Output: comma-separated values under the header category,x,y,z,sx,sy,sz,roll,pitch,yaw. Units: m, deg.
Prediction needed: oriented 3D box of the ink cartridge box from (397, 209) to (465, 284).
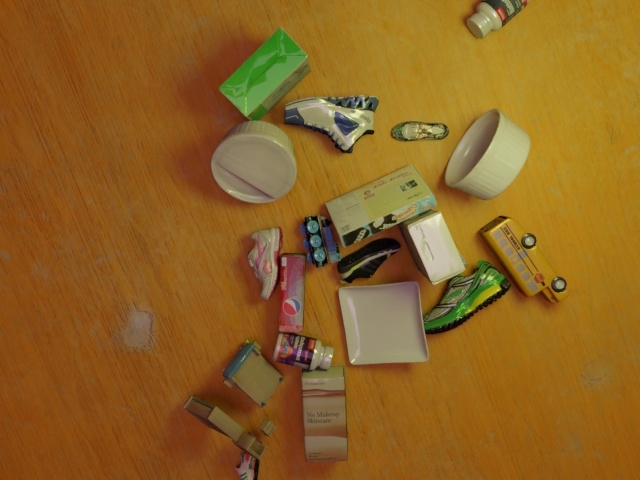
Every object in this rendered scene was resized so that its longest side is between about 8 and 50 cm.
category,x,y,z,sx,sy,sz,roll,pitch,yaw
ink cartridge box,0.345,0.010,1.805,0.115,0.273,0.198,-25,95,3

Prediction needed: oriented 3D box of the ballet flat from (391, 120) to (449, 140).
category,x,y,z,sx,sy,sz,roll,pitch,yaw
ballet flat,0.332,-0.364,1.872,0.189,0.070,0.070,-4,96,1

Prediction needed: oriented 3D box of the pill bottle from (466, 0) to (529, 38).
category,x,y,z,sx,sy,sz,roll,pitch,yaw
pill bottle,0.562,-0.735,1.810,0.180,0.108,0.108,-42,94,5

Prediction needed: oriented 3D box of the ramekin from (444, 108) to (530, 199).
category,x,y,z,sx,sy,sz,roll,pitch,yaw
ramekin,0.527,-0.261,1.783,0.135,0.277,0.277,28,96,-11

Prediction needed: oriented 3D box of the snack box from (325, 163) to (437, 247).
category,x,y,z,sx,sy,sz,roll,pitch,yaw
snack box,0.191,-0.116,1.840,0.322,0.187,0.060,-24,131,3

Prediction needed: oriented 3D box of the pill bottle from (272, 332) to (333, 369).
category,x,y,z,sx,sy,sz,roll,pitch,yaw
pill bottle,-0.058,0.380,1.930,0.194,0.108,0.108,14,96,-1

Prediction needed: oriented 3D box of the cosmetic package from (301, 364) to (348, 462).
category,x,y,z,sx,sy,sz,roll,pitch,yaw
cosmetic package,0.016,0.590,1.941,0.153,0.129,0.295,-4,95,2

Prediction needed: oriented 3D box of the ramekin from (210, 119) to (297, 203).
category,x,y,z,sx,sy,sz,roll,pitch,yaw
ramekin,-0.205,-0.258,1.806,0.273,0.127,0.272,3,134,3

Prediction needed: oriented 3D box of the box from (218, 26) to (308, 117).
category,x,y,z,sx,sy,sz,roll,pitch,yaw
box,-0.169,-0.508,1.777,0.262,0.231,0.126,-43,93,4

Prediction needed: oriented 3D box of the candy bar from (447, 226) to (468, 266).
category,x,y,z,sx,sy,sz,roll,pitch,yaw
candy bar,0.454,0.028,1.935,0.040,0.018,0.161,-31,94,4

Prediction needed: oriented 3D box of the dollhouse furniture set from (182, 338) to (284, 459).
category,x,y,z,sx,sy,sz,roll,pitch,yaw
dollhouse furniture set,-0.264,0.533,1.972,0.286,0.198,0.303,49,62,-25

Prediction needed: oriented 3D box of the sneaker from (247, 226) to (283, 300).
category,x,y,z,sx,sy,sz,roll,pitch,yaw
sneaker,-0.192,0.075,1.911,0.112,0.103,0.252,4,90,4

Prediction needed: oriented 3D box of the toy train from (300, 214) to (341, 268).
category,x,y,z,sx,sy,sz,roll,pitch,yaw
toy train,0.000,0.000,1.899,0.105,0.080,0.184,-13,88,-29

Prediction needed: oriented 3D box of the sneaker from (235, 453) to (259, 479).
category,x,y,z,sx,sy,sz,roll,pitch,yaw
sneaker,-0.265,0.831,2.013,0.076,0.057,0.161,11,98,16

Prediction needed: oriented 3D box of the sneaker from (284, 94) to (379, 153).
category,x,y,z,sx,sy,sz,roll,pitch,yaw
sneaker,0.040,-0.369,1.842,0.316,0.127,0.182,-4,94,-1

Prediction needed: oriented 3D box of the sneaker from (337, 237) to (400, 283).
category,x,y,z,sx,sy,sz,roll,pitch,yaw
sneaker,0.167,0.073,1.925,0.235,0.084,0.097,-24,119,4

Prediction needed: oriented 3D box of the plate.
category,x,y,z,sx,sy,sz,roll,pitch,yaw
plate,0.215,0.278,1.919,0.278,0.045,0.277,-7,96,19

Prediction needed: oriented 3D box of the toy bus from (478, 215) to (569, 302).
category,x,y,z,sx,sy,sz,roll,pitch,yaw
toy bus,0.680,0.071,1.891,0.130,0.108,0.332,-36,95,4

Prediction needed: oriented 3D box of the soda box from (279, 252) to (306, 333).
category,x,y,z,sx,sy,sz,roll,pitch,yaw
soda box,-0.095,0.176,1.917,0.084,0.092,0.263,3,95,-1

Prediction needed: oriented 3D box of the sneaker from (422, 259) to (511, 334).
category,x,y,z,sx,sy,sz,roll,pitch,yaw
sneaker,0.461,0.200,1.915,0.344,0.134,0.146,-37,66,9
